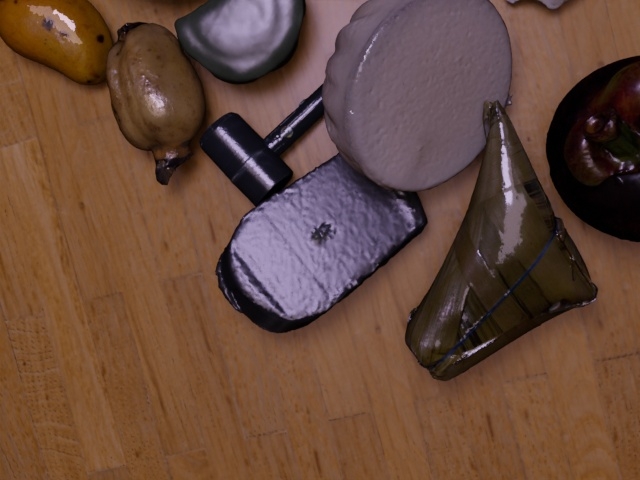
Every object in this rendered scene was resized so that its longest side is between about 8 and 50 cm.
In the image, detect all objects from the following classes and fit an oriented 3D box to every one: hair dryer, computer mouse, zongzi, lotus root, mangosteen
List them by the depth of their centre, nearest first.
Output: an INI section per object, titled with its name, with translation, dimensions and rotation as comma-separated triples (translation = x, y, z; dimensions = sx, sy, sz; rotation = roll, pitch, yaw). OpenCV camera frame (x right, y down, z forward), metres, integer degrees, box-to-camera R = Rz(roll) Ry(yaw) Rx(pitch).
[mangosteen]
translation = 0.371, -0.111, 0.946
dimensions = 0.228, 0.265, 0.228
rotation = -2, 86, 34
[zongzi]
translation = 0.181, 0.010, 1.029
dimensions = 0.260, 0.123, 0.289
rotation = -31, 105, 8
[lotus root]
translation = -0.219, -0.187, 1.089
dimensions = 0.125, 0.118, 0.221
rotation = -22, 87, 53
[computer mouse]
translation = -0.001, 0.001, 1.095
dimensions = 0.295, 0.087, 0.168
rotation = -37, 82, -4
[hair dryer]
translation = -0.048, -0.160, 1.100
dimensions = 0.219, 0.071, 0.124
rotation = -41, 88, 2

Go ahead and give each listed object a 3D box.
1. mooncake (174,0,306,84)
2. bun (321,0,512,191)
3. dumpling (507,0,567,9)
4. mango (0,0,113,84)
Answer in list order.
[mooncake]
translation = -0.104, -0.294, 1.068
dimensions = 0.175, 0.104, 0.168
rotation = -11, 104, 2
[bun]
translation = 0.096, -0.203, 1.019
dimensions = 0.175, 0.263, 0.263
rotation = 35, 100, 47
[dumpling]
translation = 0.305, -0.385, 1.013
dimensions = 0.136, 0.118, 0.199
rotation = 26, 118, 7
[mango]
translation = -0.364, -0.293, 1.115
dimensions = 0.178, 0.090, 0.115
rotation = 27, 107, 2
